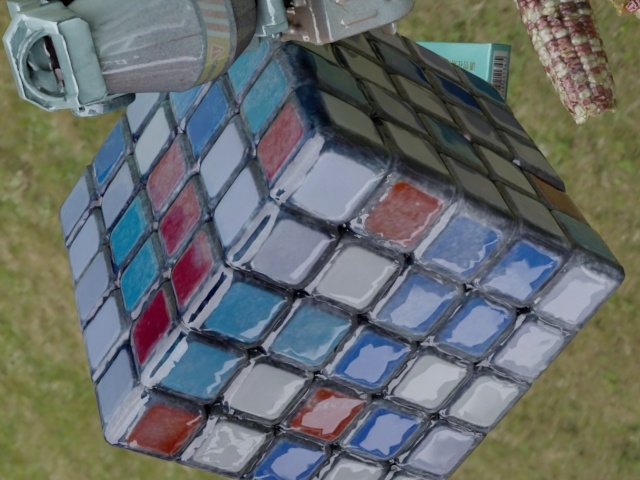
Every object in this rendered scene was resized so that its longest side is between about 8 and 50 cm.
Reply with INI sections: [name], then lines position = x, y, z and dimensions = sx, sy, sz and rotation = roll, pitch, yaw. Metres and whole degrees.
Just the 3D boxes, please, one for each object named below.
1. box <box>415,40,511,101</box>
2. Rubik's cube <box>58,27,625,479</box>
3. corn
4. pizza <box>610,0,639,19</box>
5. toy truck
[box]
position = 0.173, -0.139, 1.665
dimensions = 0.162, 0.041, 0.229
rotation = 17, 105, 58
[Rubik's cube]
position = 0.000, 0.000, 1.002
dimensions = 0.293, 0.292, 0.287
rotation = 22, 117, -33
[corn]
position = 0.243, -0.232, 1.341
dimensions = 0.079, 0.079, 0.237
rotation = -29, 73, 45
[pizza]
position = 0.377, -0.366, 1.635
dimensions = 0.188, 0.062, 0.199
rotation = -22, 86, 29
[toy truck]
position = -0.065, -0.141, 0.761
dimensions = 0.140, 0.257, 0.108
rotation = 30, 136, 61
